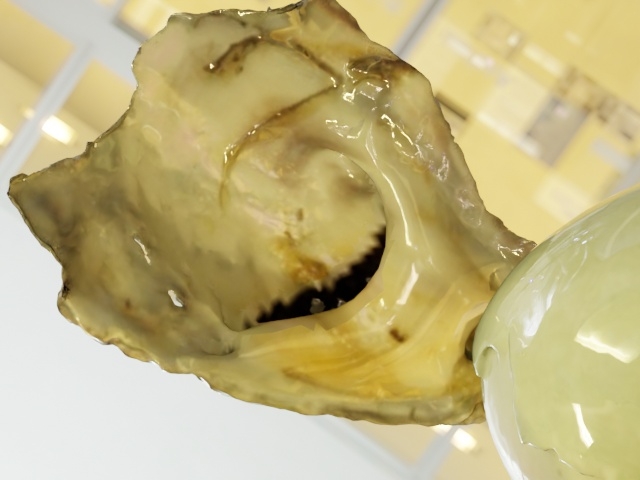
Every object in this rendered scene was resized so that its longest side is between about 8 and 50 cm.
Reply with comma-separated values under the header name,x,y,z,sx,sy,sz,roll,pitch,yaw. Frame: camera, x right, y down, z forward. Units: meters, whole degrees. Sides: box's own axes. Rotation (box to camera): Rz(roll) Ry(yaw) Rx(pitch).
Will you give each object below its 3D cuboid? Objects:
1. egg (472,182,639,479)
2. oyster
name,x,y,z,sx,sy,sz,roll,pitch,yaw
egg,0.159,0.056,0.693,0.217,0.183,0.183,21,-179,27
oyster,-0.002,-0.002,1.029,0.100,0.275,0.271,-117,5,-76
